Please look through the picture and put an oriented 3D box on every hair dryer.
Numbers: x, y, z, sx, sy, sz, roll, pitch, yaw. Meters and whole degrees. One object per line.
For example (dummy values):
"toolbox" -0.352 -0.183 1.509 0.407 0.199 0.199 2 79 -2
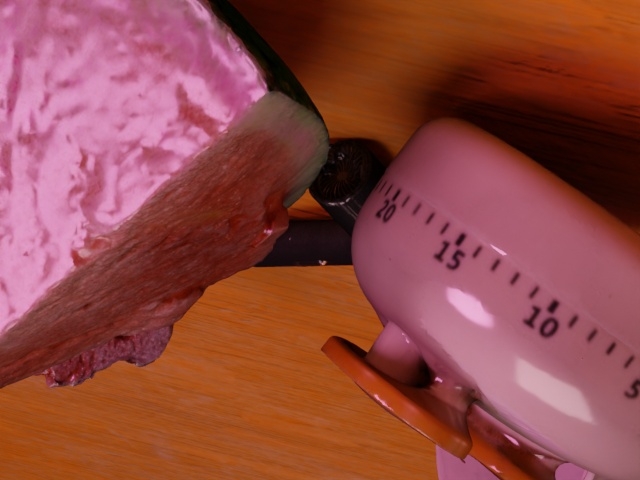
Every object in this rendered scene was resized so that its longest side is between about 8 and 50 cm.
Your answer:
"hair dryer" -0.011 -0.007 1.256 0.195 0.050 0.173 5 154 33

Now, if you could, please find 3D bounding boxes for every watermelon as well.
"watermelon" -0.120 0.013 1.271 0.098 0.158 0.121 22 130 -14
"watermelon" -0.161 -0.061 1.046 0.292 0.319 0.222 48 -157 20

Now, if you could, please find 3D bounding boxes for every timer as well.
"timer" 0.141 0.014 1.057 0.233 0.240 0.233 36 -178 -1

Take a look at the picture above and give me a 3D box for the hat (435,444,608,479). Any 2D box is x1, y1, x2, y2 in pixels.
"hat" 0.174 0.121 1.298 0.126 0.203 0.203 8 163 -24
